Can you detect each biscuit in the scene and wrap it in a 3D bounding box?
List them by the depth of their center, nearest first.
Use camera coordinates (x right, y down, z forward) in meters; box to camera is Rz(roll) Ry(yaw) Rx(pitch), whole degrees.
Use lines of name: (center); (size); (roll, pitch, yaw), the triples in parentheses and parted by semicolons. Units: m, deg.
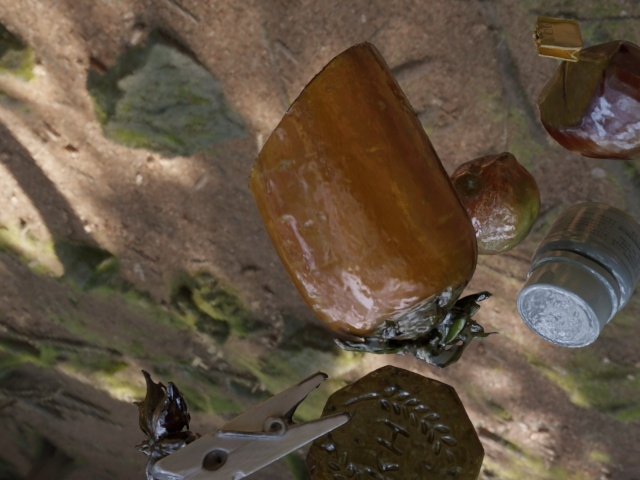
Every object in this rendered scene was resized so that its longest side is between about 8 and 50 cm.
biscuit: (0.140, 0.420, 1.586); (0.359, 0.359, 0.046); (22, 167, 26)

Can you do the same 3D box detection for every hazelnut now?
hazelnut: (0.470, -0.219, 1.315); (0.212, 0.180, 0.181); (164, 99, -67)

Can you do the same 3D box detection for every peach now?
peach: (0.383, -0.095, 1.843); (0.232, 0.232, 0.257); (22, 132, 26)

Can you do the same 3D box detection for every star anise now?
star anise: (-0.256, 0.354, 1.440); (0.102, 0.272, 0.272); (-3, -174, -33)

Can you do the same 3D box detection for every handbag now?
handbag: (0.324, -0.276, 1.112); (0.061, 0.083, 0.027); (9, 130, 4)

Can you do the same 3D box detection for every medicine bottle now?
medicine bottle: (0.623, 0.081, 1.942); (0.245, 0.306, 0.245); (27, 143, 22)

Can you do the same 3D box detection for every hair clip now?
hair clip: (-0.110, 0.326, 1.318); (0.101, 0.330, 0.085); (62, 153, 8)

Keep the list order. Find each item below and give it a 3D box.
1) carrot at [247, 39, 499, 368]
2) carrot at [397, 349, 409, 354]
carrot: (0.050, -0.005, 0.840); (0.214, 0.193, 0.331); (-31, 93, 31)
carrot: (0.210, 0.247, 2.133); (0.059, 0.059, 0.248); (37, -170, -4)
